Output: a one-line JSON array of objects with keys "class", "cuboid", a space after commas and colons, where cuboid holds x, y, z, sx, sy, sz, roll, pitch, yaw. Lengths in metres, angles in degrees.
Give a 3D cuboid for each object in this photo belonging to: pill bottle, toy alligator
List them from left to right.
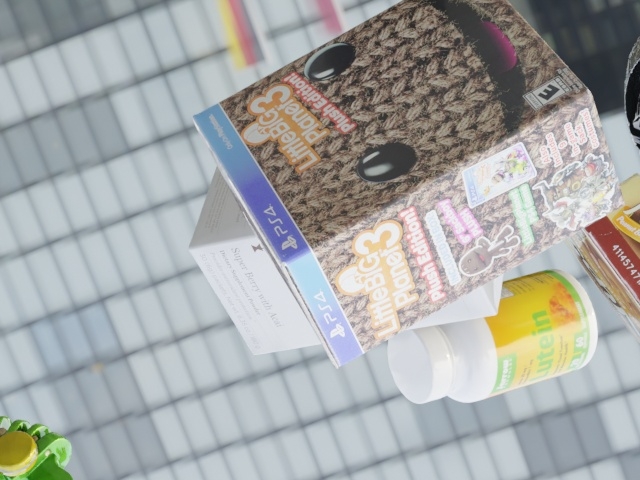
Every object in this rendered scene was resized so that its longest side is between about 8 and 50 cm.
[{"class": "toy alligator", "cuboid": [-0.225, 0.133, 1.148, 0.190, 0.056, 0.051, 9, -131, 21]}, {"class": "pill bottle", "cuboid": [0.213, 0.126, 2.248, 0.246, 0.136, 0.136, -14, -172, -28]}]

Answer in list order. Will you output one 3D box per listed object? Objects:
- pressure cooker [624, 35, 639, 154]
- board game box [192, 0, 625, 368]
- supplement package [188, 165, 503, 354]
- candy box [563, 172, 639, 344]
[{"class": "pressure cooker", "cuboid": [0.547, -0.202, 1.740, 0.375, 0.370, 0.420, 26, -116, 28]}, {"class": "board game box", "cuboid": [0.074, -0.071, 1.556, 0.291, 0.141, 0.232, -30, -137, -4]}, {"class": "supplement package", "cuboid": [0.038, -0.013, 1.941, 0.293, 0.177, 0.175, -11, -141, 24]}, {"class": "candy box", "cuboid": [0.353, 0.033, 1.949, 0.087, 0.183, 0.316, -36, 175, 2]}]
